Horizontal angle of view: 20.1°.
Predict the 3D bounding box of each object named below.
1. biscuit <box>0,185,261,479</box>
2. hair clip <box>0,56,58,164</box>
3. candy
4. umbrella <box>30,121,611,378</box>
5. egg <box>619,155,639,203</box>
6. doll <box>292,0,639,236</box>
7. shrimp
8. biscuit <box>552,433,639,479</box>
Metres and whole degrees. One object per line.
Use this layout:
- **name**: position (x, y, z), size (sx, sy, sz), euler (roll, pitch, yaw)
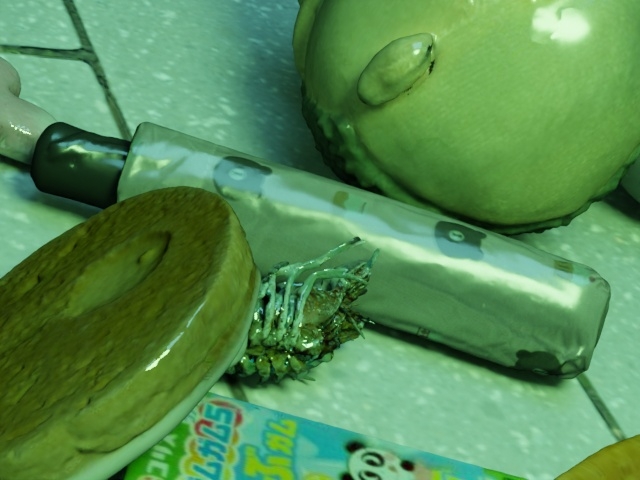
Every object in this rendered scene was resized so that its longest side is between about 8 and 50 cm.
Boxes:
- **biscuit**: position (-0.106, 0.051, 0.840), size (0.181, 0.049, 0.208), euler (-24, 24, 15)
- **hair clip**: position (-0.270, -0.088, 1.025), size (0.257, 0.075, 0.146), euler (3, 31, -33)
- **candy**: position (0.001, 0.136, 0.830), size (0.194, 0.062, 0.097), euler (16, 33, -3)
- **umbrella**: position (0.000, 0.000, 1.027), size (0.337, 0.067, 0.073), euler (18, 74, -2)
- **egg**: position (0.274, -0.080, 1.223), size (0.199, 0.146, 0.146), euler (-3, 38, -43)
- **doll**: position (0.088, -0.148, 1.146), size (0.247, 0.247, 0.349), euler (14, 19, -8)
- **shrimp**: position (-0.035, 0.040, 0.935), size (0.076, 0.082, 0.174), euler (38, 35, 26)
- **biscuit**: position (0.265, 0.239, 0.755), size (0.455, 0.078, 0.350), euler (27, 30, -3)
